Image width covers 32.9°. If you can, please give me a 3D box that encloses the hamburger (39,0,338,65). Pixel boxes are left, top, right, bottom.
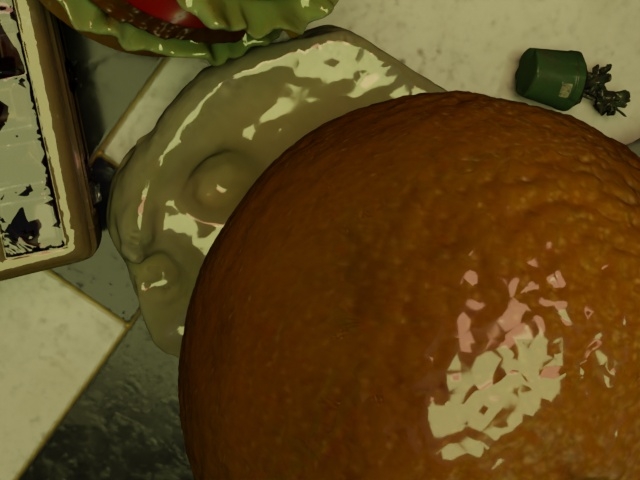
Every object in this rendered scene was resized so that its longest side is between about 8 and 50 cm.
[{"bbox_3d":[-0.071,-0.258,0.705,0.274,0.212,0.274,6,79,-33],"label":"hamburger"}]

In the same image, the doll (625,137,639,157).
[{"bbox_3d":[0.258,-0.019,0.899,0.102,0.075,0.227,20,106,-23],"label":"doll"}]

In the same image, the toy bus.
[{"bbox_3d":[-0.254,-0.116,0.802,0.157,0.139,0.289,-11,101,-8],"label":"toy bus"}]

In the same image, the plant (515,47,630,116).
[{"bbox_3d":[0.214,-0.129,0.893,0.102,0.051,0.051,10,98,-18],"label":"plant"}]

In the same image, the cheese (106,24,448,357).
[{"bbox_3d":[0.000,0.000,0.856,0.318,0.115,0.326,-13,99,-4],"label":"cheese"}]

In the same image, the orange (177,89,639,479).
[{"bbox_3d":[0.071,0.073,0.637,0.322,0.357,0.322,-5,103,-21],"label":"orange"}]
